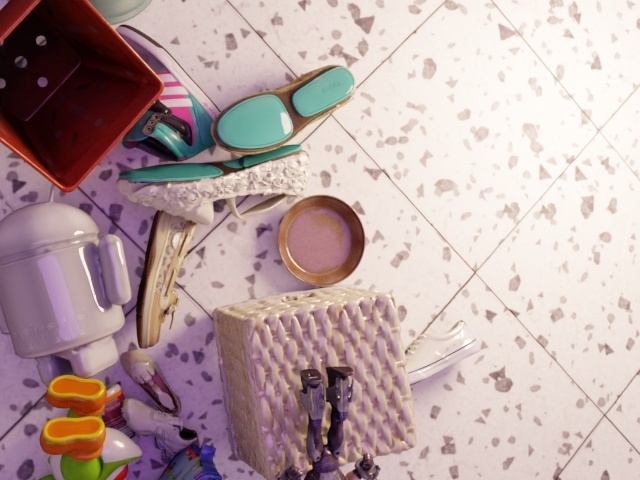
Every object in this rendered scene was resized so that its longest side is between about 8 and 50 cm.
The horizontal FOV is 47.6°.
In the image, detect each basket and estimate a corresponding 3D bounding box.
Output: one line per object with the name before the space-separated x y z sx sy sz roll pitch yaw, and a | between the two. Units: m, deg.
basket | -0.016 0.273 1.440 0.328 0.266 0.331 -8 92 -18

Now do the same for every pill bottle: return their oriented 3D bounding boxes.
pill bottle | -0.404 0.363 1.408 0.086 0.086 0.152 -22 95 -17

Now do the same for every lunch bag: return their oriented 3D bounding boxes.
lunch bag | -0.282 0.520 1.369 0.138 0.221 0.293 28 80 -15

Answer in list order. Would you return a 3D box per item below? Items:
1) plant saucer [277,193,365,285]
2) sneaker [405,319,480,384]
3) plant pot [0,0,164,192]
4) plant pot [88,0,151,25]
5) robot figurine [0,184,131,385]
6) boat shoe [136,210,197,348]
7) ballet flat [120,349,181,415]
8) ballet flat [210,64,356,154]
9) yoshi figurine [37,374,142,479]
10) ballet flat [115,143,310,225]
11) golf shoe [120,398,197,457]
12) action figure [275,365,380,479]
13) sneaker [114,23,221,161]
plant saucer | 0.000 0.000 1.572 0.199 0.036 0.198 1 88 -16
sneaker | 0.230 0.258 1.616 0.258 0.094 0.091 -22 76 -21
plant pot | -0.496 -0.293 1.293 0.267 0.236 0.267 -50 135 -8
plant pot | -0.428 -0.579 1.370 0.293 0.196 0.293 1 88 -22
robot figurine | -0.484 0.081 1.333 0.300 0.200 0.353 -16 92 12
boat shoe | -0.306 0.076 1.439 0.089 0.104 0.285 12 81 -21
ballet flat | -0.333 0.284 1.450 0.057 0.052 0.168 -42 99 -15
ballet flat | -0.081 -0.265 1.512 0.349 0.123 0.123 -30 97 -23
yoshi figurine | -0.462 0.424 1.303 0.203 0.203 0.362 -32 140 -44
ballet flat | -0.192 -0.099 1.448 0.409 0.147 0.147 -13 92 -27
golf shoe | -0.311 0.351 1.413 0.086 0.069 0.176 -26 130 15
action figure | 0.008 0.365 1.257 0.185 0.099 0.285 -3 94 -27
sneaker | -0.343 -0.268 1.438 0.295 0.124 0.178 46 67 -12
